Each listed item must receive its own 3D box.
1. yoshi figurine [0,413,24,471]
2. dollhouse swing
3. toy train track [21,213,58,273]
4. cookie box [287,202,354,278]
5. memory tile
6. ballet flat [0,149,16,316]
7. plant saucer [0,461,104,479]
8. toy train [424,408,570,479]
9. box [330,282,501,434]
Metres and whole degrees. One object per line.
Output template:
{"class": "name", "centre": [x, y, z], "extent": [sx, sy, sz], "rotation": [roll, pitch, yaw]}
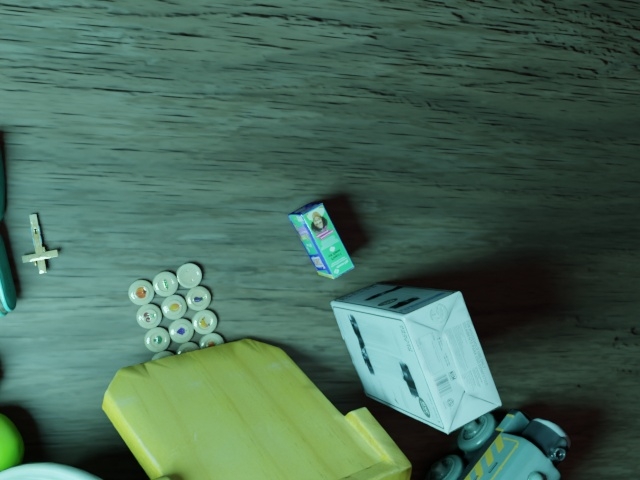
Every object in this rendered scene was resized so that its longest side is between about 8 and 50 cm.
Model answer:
{"class": "yoshi figurine", "centre": [-0.520, 0.325, 1.025], "extent": [0.362, 0.203, 0.203], "rotation": [-50, 119, -13]}
{"class": "dollhouse swing", "centre": [-0.112, 0.350, 1.101], "extent": [0.346, 0.305, 0.315], "rotation": [-9, 114, -41]}
{"class": "toy train track", "centre": [-0.394, 0.005, 1.143], "extent": [0.048, 0.014, 0.083], "rotation": [-10, 88, -10]}
{"class": "cookie box", "centre": [0.000, 0.000, 1.224], "extent": [0.040, 0.092, 0.107], "rotation": [-30, 98, -12]}
{"class": "memory tile", "centre": [-0.210, 0.116, 1.200], "extent": [0.113, 0.012, 0.148], "rotation": [-19, 95, -16]}
{"class": "ballet flat", "centre": [-0.465, -0.017, 1.089], "extent": [0.087, 0.083, 0.247], "rotation": [-5, 90, -3]}
{"class": "plant saucer", "centre": [-0.314, 0.457, 0.907], "extent": [0.400, 0.100, 0.401], "rotation": [2, 95, 25]}
{"class": "toy train", "centre": [0.244, 0.397, 1.240], "extent": [0.334, 0.190, 0.142], "rotation": [-45, 103, -19]}
{"class": "box", "centre": [0.123, 0.154, 1.160], "extent": [0.087, 0.290, 0.169], "rotation": [-23, 95, -17]}
